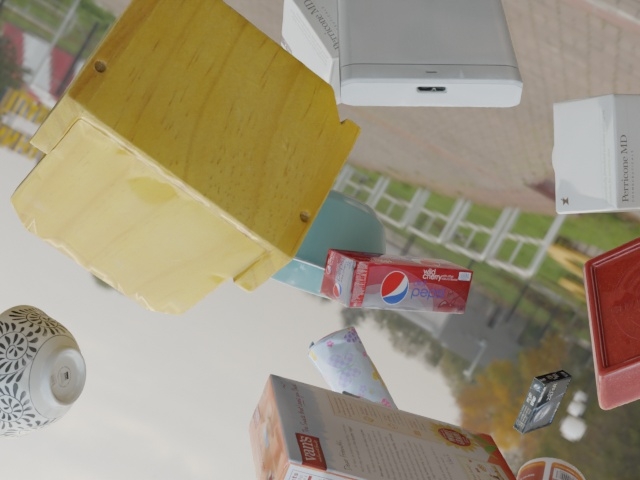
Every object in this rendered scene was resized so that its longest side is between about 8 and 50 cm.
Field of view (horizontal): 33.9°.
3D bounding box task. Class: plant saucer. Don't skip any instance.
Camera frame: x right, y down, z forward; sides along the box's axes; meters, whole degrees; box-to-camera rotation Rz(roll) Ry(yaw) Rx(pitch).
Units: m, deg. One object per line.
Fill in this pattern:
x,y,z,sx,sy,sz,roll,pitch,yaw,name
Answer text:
0.485,0.084,1.499,0.048,0.259,0.258,32,135,-33,plant saucer

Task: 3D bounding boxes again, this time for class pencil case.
0.080,0.329,2.339,0.273,0.124,0.113,62,-167,9,pencil case

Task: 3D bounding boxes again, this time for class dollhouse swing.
-0.200,-0.111,1.447,0.347,0.315,0.305,35,155,-16,dollhouse swing

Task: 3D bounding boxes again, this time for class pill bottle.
0.373,0.480,1.759,0.121,0.121,0.216,30,-138,-2,pill bottle

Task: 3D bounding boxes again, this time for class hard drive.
0.140,-0.306,1.468,0.233,0.047,0.353,0,-138,-1,hard drive

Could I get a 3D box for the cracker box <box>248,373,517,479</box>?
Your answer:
0.059,0.206,0.924,0.232,0.067,0.155,18,-164,-14,cracker box

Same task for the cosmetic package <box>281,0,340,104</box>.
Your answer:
0.052,-0.341,1.714,0.151,0.184,0.151,57,162,19,cosmetic package

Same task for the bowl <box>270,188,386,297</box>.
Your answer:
0.000,0.000,1.990,0.312,0.163,0.311,18,167,4,bowl

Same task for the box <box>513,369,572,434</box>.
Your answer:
0.300,0.218,1.420,0.067,0.083,0.018,-5,-148,-43,box

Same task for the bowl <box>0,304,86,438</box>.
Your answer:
-0.348,0.167,1.320,0.080,0.170,0.170,1,167,25,bowl

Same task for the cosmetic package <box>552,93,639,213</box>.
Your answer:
0.586,-0.148,1.803,0.366,0.197,0.155,-5,-178,-29,cosmetic package

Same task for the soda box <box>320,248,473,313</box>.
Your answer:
0.135,0.072,1.831,0.263,0.083,0.092,6,-170,-34,soda box

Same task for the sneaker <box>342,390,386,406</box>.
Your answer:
0.011,0.359,1.826,0.132,0.228,0.086,24,148,24,sneaker
